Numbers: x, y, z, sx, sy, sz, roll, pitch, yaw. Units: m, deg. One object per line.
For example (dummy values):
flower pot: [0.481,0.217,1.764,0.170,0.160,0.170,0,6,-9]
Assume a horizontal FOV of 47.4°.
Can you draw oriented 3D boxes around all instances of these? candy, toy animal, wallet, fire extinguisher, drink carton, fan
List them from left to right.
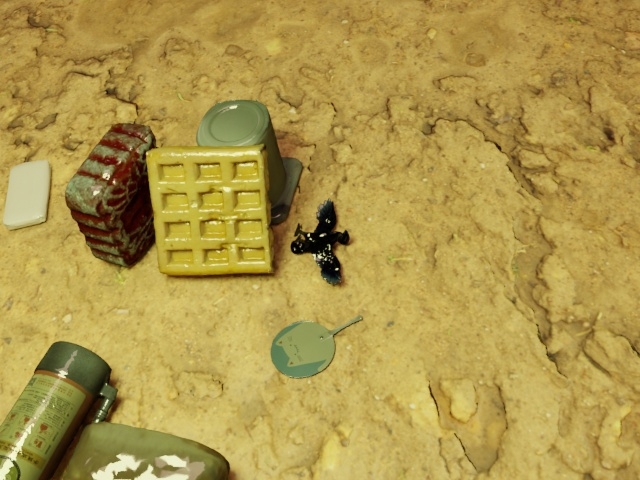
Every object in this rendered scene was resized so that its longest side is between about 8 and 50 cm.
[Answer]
wallet: [-0.636,-0.103,1.587,0.095,0.033,0.190,-13,51,-2]
fire extinguisher: [-0.438,0.347,1.129,0.200,0.113,0.376,12,54,19]
candy: [-0.256,0.348,1.092,0.234,0.102,0.104,7,52,9]
drink carton: [-0.156,-0.156,1.445,0.191,0.189,0.185,5,57,16]
fan: [-0.004,0.172,1.261,0.175,0.005,0.113,-27,51,-11]
toy animal: [0.000,0.000,1.376,0.108,0.062,0.220,1,48,-12]

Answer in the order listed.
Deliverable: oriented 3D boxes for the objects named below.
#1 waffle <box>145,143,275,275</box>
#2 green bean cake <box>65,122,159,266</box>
waffle: [-0.200,-0.051,1.339,0.221,0.247,0.055,-1,15,8]
green bean cake: [-0.374,-0.077,1.388,0.097,0.232,0.198,15,52,17]
